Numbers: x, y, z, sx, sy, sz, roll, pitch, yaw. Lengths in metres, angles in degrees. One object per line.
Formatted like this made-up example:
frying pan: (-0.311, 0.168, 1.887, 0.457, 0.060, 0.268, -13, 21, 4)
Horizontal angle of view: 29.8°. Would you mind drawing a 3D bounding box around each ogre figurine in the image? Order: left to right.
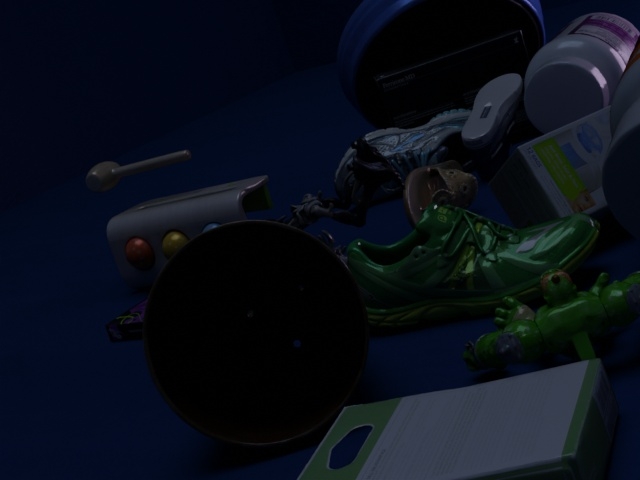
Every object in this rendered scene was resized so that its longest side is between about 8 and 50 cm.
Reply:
ogre figurine: (0.228, 0.074, 1.096, 0.197, 0.096, 0.118, -3, -3, 5)

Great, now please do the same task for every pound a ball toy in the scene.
pound a ball toy: (-0.232, -0.038, 1.896, 0.319, 0.208, 0.136, -9, 17, 33)

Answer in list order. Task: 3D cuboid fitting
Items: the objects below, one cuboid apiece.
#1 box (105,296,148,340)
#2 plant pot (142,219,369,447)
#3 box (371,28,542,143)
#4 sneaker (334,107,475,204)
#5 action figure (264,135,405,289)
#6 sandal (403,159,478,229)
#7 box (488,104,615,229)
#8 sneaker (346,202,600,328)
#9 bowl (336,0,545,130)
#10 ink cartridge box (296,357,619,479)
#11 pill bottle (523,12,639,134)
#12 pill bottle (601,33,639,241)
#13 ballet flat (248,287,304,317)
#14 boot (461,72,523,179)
box: (-0.210, 0.101, 1.704, 0.162, 0.029, 0.116, -7, 18, 37)
plant pot: (-0.053, 0.085, 1.241, 0.215, 0.215, 0.230, -18, 0, 4)
box: (0.242, -0.241, 2.091, 0.261, 0.184, 0.103, -18, 15, 1)
sneaker: (0.157, -0.135, 1.967, 0.283, 0.110, 0.122, -25, 25, -8)
action figure: (0.000, 0.000, 1.603, 0.276, 0.141, 0.164, -44, 21, 7)
sandal: (0.192, -0.080, 1.739, 0.079, 0.088, 0.240, -19, 7, 25)
box: (0.324, -0.081, 1.440, 0.203, 0.114, 0.103, -24, -15, -21)
sneaker: (0.161, 0.015, 1.332, 0.296, 0.123, 0.109, -14, 14, 16)
bowl: (0.225, -0.335, 2.183, 0.391, 0.391, 0.077, -19, 52, 1)
ink cartridge box: (0.108, 0.170, 0.952, 0.235, 0.056, 0.171, -17, 13, 24)
pill bottle: (0.429, -0.264, 1.964, 0.169, 0.169, 0.301, -12, 15, 29)
pill bottle: (0.446, -0.168, 1.316, 0.224, 0.224, 0.392, -9, 33, 36)
ballet flat: (-0.072, 0.106, 1.497, 0.173, 0.049, 0.057, -19, 46, 18)
boot: (0.280, -0.183, 1.921, 0.069, 0.086, 0.190, 4, 42, 35)
